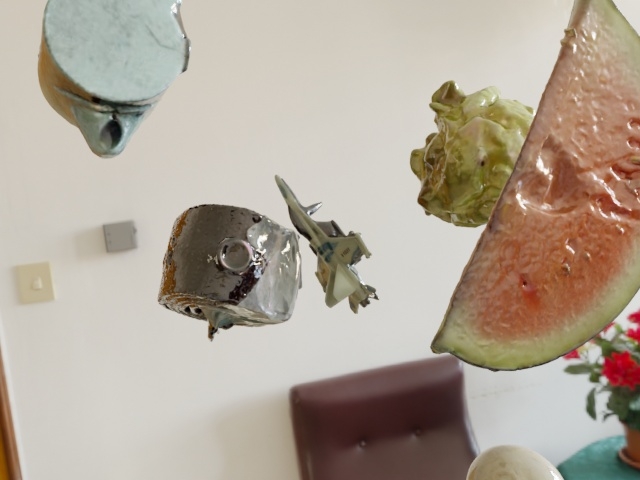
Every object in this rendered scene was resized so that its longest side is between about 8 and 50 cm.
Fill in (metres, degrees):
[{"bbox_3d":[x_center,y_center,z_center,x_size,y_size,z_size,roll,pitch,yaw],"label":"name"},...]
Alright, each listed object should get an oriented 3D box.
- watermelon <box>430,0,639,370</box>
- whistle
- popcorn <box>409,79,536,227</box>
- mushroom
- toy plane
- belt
[{"bbox_3d":[0.194,-0.036,0.502,0.159,0.303,0.128,22,2,-19],"label":"watermelon"},{"bbox_3d":[-0.275,-0.326,0.871,0.188,0.404,0.168,37,-21,-20],"label":"whistle"},{"bbox_3d":[0.210,-0.108,0.757,0.187,0.185,0.167,23,55,36],"label":"popcorn"},{"bbox_3d":[0.403,0.523,1.180,0.206,0.206,0.209,-6,-29,15],"label":"mushroom"},{"bbox_3d":[0.009,-0.004,0.943,0.088,0.262,0.192,-20,-12,-27],"label":"toy plane"},{"bbox_3d":[-0.126,0.057,0.784,0.184,0.164,0.289,13,-15,-10],"label":"belt"}]
